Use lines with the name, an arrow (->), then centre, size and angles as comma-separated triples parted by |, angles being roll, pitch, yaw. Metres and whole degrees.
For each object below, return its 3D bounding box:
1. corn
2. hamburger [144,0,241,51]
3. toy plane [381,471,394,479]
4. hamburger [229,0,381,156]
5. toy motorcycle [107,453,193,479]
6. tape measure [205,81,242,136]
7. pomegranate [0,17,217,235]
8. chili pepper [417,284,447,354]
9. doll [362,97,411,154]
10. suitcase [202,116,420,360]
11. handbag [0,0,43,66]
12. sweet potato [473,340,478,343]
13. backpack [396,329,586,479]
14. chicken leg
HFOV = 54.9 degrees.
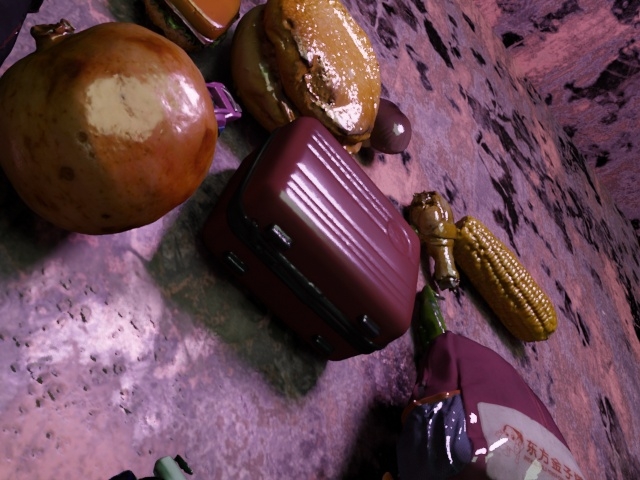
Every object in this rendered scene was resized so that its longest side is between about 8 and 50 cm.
corn -> 0.402, 0.093, 1.367 | 0.363, 0.120, 0.120 | 46, 36, -16
hamburger -> -0.195, -0.354, 0.929 | 0.137, 0.087, 0.166 | 47, 34, -19
toy plane -> 0.091, 0.442, 0.716 | 0.204, 0.103, 0.316 | 25, 41, -44
hamburger -> -0.017, -0.264, 1.019 | 0.290, 0.170, 0.314 | 46, 34, -25
toy motorcycle -> -0.092, 0.341, 0.481 | 0.331, 0.196, 0.125 | 54, 31, 13
tape measure -> -0.174, -0.152, 0.782 | 0.074, 0.118, 0.125 | 60, 16, 2
pomegranate -> -0.213, -0.119, 0.616 | 0.215, 0.215, 0.216 | 32, 43, -36
chili pepper -> 0.210, 0.219, 1.063 | 0.084, 0.076, 0.359 | 14, 51, -16
doll -> 0.098, -0.233, 1.238 | 0.188, 0.096, 0.145 | 9, 39, -21
suitcase -> 0.000, 0.000, 0.857 | 0.297, 0.161, 0.236 | 45, 37, -21
handbag -> -0.367, -0.234, 0.534 | 0.215, 0.155, 0.169 | 17, 44, -14
sweet potato -> 0.274, 0.250, 1.133 | 0.249, 0.059, 0.069 | -61, 136, -56
backpack -> 0.218, 0.274, 0.851 | 0.283, 0.197, 0.317 | 42, 21, -19
chicken leg -> 0.230, -0.004, 1.247 | 0.103, 0.088, 0.228 | 31, 49, -51
